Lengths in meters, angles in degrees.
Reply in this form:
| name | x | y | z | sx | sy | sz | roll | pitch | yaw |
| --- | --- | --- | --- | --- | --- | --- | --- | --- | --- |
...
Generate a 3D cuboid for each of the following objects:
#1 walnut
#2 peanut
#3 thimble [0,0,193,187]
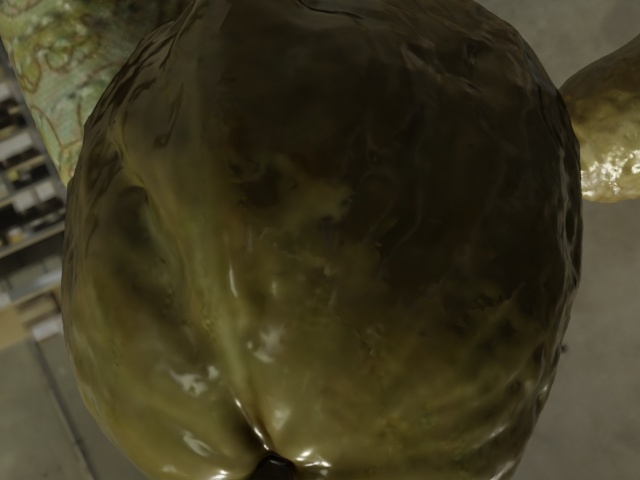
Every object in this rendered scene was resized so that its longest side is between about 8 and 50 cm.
| name | x | y | z | sx | sy | sz | roll | pitch | yaw |
| --- | --- | --- | --- | --- | --- | --- | --- | --- | --- |
| walnut | 0.000 | 0.000 | 0.527 | 0.227 | 0.283 | 0.283 | -17 | -174 | 20 |
| peanut | 0.273 | -0.113 | 0.902 | 0.236 | 0.110 | 0.120 | -32 | 179 | 3 |
| thimble | -0.114 | -0.118 | 0.797 | 0.137 | 0.143 | 0.190 | -26 | 178 | 32 |
